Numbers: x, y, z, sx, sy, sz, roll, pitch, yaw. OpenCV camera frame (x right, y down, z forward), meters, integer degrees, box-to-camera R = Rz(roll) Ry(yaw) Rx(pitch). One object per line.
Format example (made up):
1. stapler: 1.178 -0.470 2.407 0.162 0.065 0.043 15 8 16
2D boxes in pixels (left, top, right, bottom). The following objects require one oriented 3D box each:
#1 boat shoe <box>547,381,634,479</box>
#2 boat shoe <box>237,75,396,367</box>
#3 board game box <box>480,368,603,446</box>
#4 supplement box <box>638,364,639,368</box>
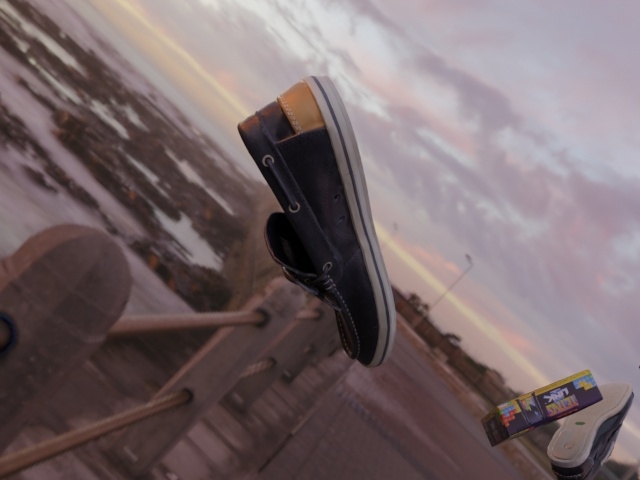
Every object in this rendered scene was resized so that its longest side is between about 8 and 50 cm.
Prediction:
1. boat shoe: 0.439 0.309 1.376 0.084 0.233 0.079 -3 -64 46
2. boat shoe: 0.000 0.000 1.251 0.187 0.155 0.500 -119 -170 -51
3. board game box: 0.312 0.244 1.227 0.170 0.141 0.048 79 -10 -72
4. supplement box: 0.656 0.245 1.589 0.056 0.083 0.083 82 -15 -60
